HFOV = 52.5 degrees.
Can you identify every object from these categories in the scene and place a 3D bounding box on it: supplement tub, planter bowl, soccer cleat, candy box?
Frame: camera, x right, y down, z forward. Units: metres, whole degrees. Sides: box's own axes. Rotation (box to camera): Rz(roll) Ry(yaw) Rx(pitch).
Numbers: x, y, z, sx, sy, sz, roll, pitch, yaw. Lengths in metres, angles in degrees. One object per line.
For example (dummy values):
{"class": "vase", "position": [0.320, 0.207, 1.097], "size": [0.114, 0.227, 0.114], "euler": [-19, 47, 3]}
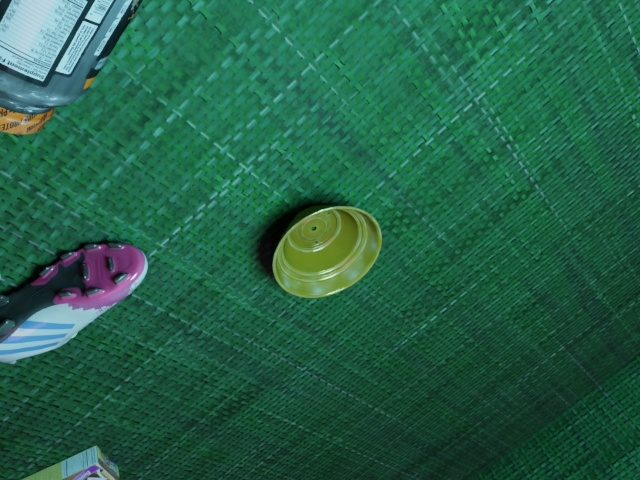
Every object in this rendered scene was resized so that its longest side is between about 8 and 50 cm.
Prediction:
{"class": "supplement tub", "position": [-0.317, -0.303, 0.745], "size": [0.207, 0.207, 0.338], "euler": [25, 115, -38]}
{"class": "planter bowl", "position": [0.000, 0.000, 1.234], "size": [0.217, 0.090, 0.217], "euler": [-14, 132, -16]}
{"class": "soccer cleat", "position": [-0.439, 0.109, 1.120], "size": [0.331, 0.116, 0.143], "euler": [-25, 150, -1]}
{"class": "candy box", "position": [-0.560, 0.541, 1.453], "size": [0.186, 0.053, 0.109], "euler": [-23, 134, -5]}
